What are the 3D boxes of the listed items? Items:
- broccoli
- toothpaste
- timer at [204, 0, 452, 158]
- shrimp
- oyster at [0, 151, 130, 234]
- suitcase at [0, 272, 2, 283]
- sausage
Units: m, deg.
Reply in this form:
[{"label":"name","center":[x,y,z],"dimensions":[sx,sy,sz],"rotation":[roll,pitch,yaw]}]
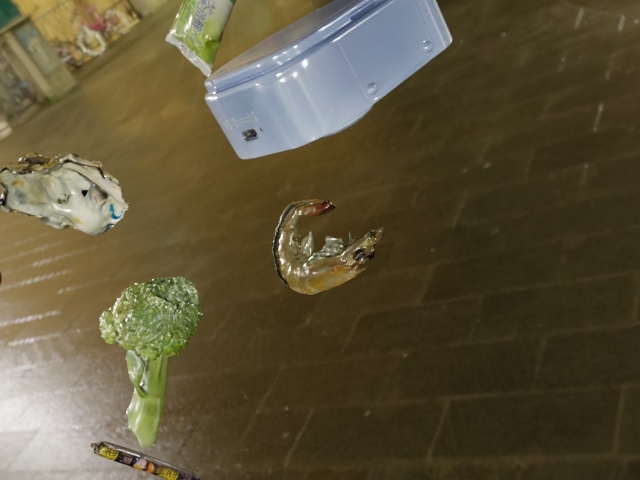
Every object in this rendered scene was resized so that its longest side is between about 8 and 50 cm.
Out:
[{"label":"broccoli","center":[-0.344,0.199,1.565],"dimensions":[0.254,0.186,0.302],"rotation":[-94,29,-59]},{"label":"toothpaste","center":[-0.111,-0.302,0.916],"dimensions":[0.047,0.078,0.248],"rotation":[-40,-11,-49]},{"label":"timer","center":[-0.006,-0.261,1.296],"dimensions":[0.395,0.173,0.395],"rotation":[-27,18,10]},{"label":"shrimp","center":[0.001,0.000,1.387],"dimensions":[0.058,0.173,0.253],"rotation":[-8,-18,-45]},{"label":"oyster","center":[-0.391,-0.080,1.269],"dimensions":[0.223,0.214,0.083],"rotation":[-13,65,31]},{"label":"suitcase","center":[-0.753,0.050,1.443],"dimensions":[0.161,0.236,0.297],"rotation":[5,30,46]},{"label":"sausage","center":[-0.262,0.346,1.238],"dimensions":[0.025,0.198,0.028],"rotation":[4,67,62]}]
